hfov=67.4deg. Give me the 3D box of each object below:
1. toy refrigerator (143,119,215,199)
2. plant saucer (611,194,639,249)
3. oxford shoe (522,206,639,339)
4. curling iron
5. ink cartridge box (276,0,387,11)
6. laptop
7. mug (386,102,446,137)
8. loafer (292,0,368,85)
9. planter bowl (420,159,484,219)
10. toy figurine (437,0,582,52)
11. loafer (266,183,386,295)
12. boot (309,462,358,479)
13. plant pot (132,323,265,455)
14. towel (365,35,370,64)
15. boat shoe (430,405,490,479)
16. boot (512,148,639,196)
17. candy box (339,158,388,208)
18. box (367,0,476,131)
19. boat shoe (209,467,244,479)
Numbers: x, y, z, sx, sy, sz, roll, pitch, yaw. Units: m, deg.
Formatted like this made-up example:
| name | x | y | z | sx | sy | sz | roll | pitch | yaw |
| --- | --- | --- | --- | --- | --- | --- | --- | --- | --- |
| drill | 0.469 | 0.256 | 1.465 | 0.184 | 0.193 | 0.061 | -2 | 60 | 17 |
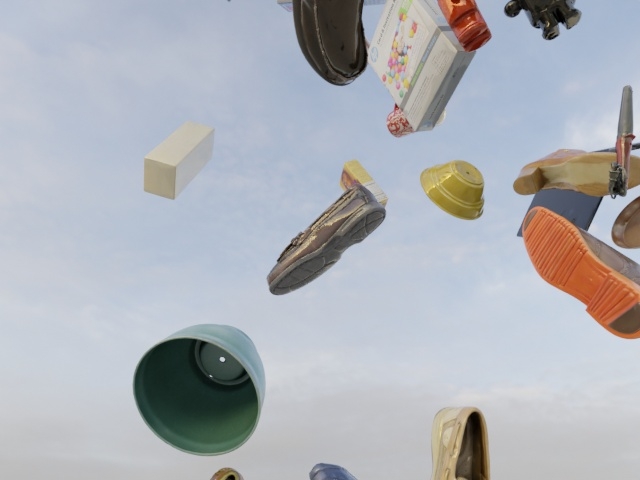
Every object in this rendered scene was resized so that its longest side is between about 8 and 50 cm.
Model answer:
| name | x | y | z | sx | sy | sz | roll | pitch | yaw |
| --- | --- | --- | --- | --- | --- | --- | --- | --- | --- |
| toy refrigerator | -0.382 | -0.227 | 1.307 | 0.094 | 0.270 | 0.102 | 16 | -55 | 1 |
| plant saucer | 0.731 | -0.044 | 1.066 | 0.029 | 0.168 | 0.168 | 35 | -47 | -9 |
| oxford shoe | 0.567 | 0.058 | 1.007 | 0.132 | 0.364 | 0.130 | 1 | -50 | -24 |
| curling iron | 0.615 | -0.205 | 0.970 | 0.035 | 0.274 | 0.068 | 6 | -26 | 35 |
| ink cartridge box | 0.107 | -0.602 | 0.918 | 0.395 | 0.151 | 0.270 | -1 | -69 | 8 |
| laptop | 0.840 | -0.152 | 1.423 | 0.407 | 0.382 | 0.237 | -11 | -85 | -1 |
| mug | 0.296 | -0.411 | 1.524 | 0.113 | 0.150 | 0.169 | -4 | -4 | -31 |
| loafer | 0.013 | -0.272 | 0.532 | 0.078 | 0.080 | 0.220 | 28 | -29 | 42 |
| planter bowl | 0.406 | -0.168 | 1.395 | 0.217 | 0.217 | 0.090 | 16 | -45 | -16 |
| toy figurine | 0.241 | -0.349 | 0.564 | 0.212 | 0.148 | 0.209 | -15 | -17 | -15 |
| loafer | 0.000 | 0.000 | 1.024 | 0.302 | 0.095 | 0.109 | -38 | -30 | 13 |
| boot | 0.066 | 0.399 | 0.741 | 0.069 | 0.086 | 0.190 | -47 | -55 | 4 |
| plant pot | -0.254 | 0.315 | 1.126 | 0.292 | 0.196 | 0.293 | 3 | -74 | 9 |
| towel | 0.080 | -0.539 | 1.287 | 0.029 | 0.197 | 0.144 | -50 | -48 | 0 |
| boat shoe | 0.287 | 0.513 | 0.971 | 0.121 | 0.341 | 0.110 | 11 | -24 | -17 |
| boot | 0.631 | -0.182 | 1.160 | 0.295 | 0.211 | 0.104 | -4 | -68 | 43 |
| candy box | 0.136 | -0.158 | 1.545 | 0.053 | 0.187 | 0.109 | -21 | -29 | -23 |
| box | 0.145 | -0.285 | 0.738 | 0.038 | 0.186 | 0.145 | -10 | -30 | -24 |
| boat shoe | -0.239 | 0.596 | 0.925 | 0.110 | 0.307 | 0.104 | 21 | -34 | -4 |
